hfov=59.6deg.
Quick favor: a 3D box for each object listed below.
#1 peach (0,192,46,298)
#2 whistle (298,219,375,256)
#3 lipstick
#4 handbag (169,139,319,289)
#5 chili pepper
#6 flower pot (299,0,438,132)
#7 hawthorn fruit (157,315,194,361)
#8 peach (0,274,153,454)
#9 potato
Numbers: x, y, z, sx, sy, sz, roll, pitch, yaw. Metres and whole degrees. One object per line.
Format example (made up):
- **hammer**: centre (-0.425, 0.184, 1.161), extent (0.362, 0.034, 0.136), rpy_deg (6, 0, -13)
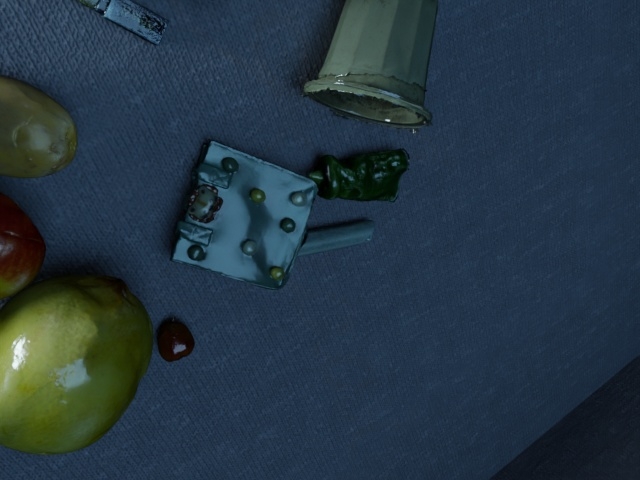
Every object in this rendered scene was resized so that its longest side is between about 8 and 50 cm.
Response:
- **peach**: centre (-0.561, 0.002, 0.940), extent (0.190, 0.190, 0.193), rpy_deg (30, 92, -37)
- **whistle**: centre (0.000, 0.000, 1.361), extent (0.312, 0.062, 0.062), rpy_deg (-10, 116, -28)
- **lipstick**: centre (-0.409, -0.425, 0.929), extent (0.312, 0.051, 0.051), rpy_deg (22, 100, -36)
- **handbag**: centre (-0.156, -0.042, 1.182), extent (0.274, 0.100, 0.269), rpy_deg (20, 90, -25)
- **chili pepper**: centre (0.082, -0.151, 1.326), extent (0.270, 0.099, 0.136), rpy_deg (-8, 139, -35)
- **flower pot**: centre (0.129, -0.384, 1.159), extent (0.290, 0.290, 0.259), rpy_deg (15, 91, -35)
- **hawthorn fruit**: centre (-0.328, 0.220, 1.254), extent (0.081, 0.081, 0.093), rpy_deg (-21, 91, -22)
- **peach**: centre (-0.469, 0.219, 1.029), extent (0.281, 0.314, 0.316), rpy_deg (32, 122, -2)
- **potato**: centre (-0.522, -0.184, 0.912), extent (0.233, 0.146, 0.151), rpy_deg (19, 69, -16)
